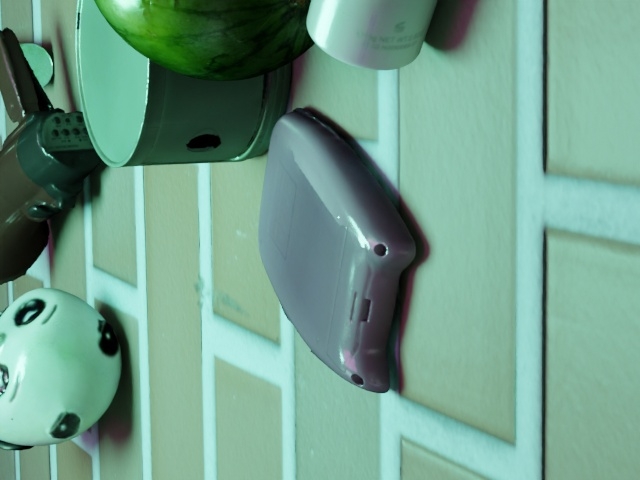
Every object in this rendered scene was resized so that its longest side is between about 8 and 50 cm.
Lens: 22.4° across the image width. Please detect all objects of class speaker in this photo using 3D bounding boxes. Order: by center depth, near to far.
[{"bbox_3d":[-0.402,-0.120,2.222,0.329,0.198,0.259,-38,41,47],"label":"speaker"}]

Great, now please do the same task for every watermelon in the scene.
[{"bbox_3d":[-0.088,-0.257,1.382,0.242,0.242,0.242,176,90,-65],"label":"watermelon"}]

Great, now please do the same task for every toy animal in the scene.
[{"bbox_3d":[-0.380,0.171,2.119,0.267,0.212,0.212,143,120,-65],"label":"toy animal"}]

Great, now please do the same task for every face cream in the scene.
[{"bbox_3d":[0.073,-0.290,1.188,0.102,0.102,0.345,-118,34,-41],"label":"face cream"}]

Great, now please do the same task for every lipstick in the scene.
[{"bbox_3d":[-0.473,-0.259,2.409,0.304,0.076,0.076,-168,75,-65],"label":"lipstick"}]

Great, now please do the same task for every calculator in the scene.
[{"bbox_3d":[-0.001,0.000,1.466,0.294,0.043,0.194,-129,41,-53],"label":"calculator"}]

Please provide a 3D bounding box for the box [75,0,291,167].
[{"bbox_3d":[-0.140,-0.188,1.606,0.226,0.149,0.226,176,90,-65],"label":"box"}]
